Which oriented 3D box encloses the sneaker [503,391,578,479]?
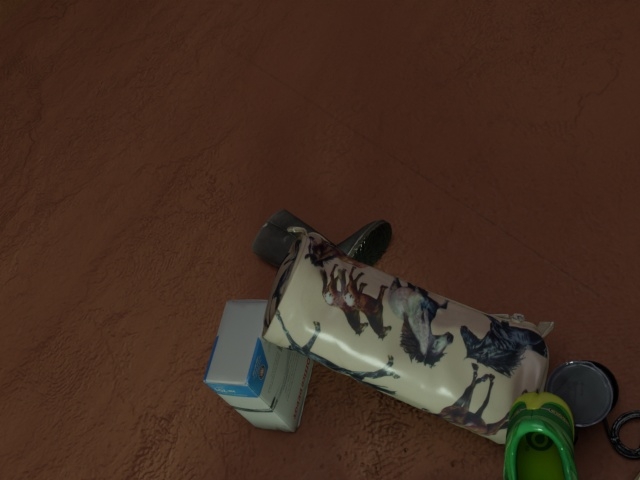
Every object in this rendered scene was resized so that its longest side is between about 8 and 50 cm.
[{"bbox_3d":[0.272,0.341,0.934,0.109,0.123,0.296,-10,91,26],"label":"sneaker"}]

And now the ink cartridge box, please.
[{"bbox_3d":[-0.090,0.198,1.183,0.082,0.191,0.140,0,56,22],"label":"ink cartridge box"}]

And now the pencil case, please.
[{"bbox_3d":[0.114,0.126,1.070,0.410,0.160,0.184,24,72,-2],"label":"pencil case"}]

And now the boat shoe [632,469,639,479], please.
[{"bbox_3d":[0.511,0.262,0.972,0.285,0.103,0.092,-44,58,-7],"label":"boat shoe"}]

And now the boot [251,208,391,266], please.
[{"bbox_3d":[0.000,-0.002,1.374,0.189,0.076,0.208,-44,46,-14],"label":"boot"}]

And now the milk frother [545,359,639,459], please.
[{"bbox_3d":[0.383,0.228,1.015,0.143,0.134,0.129,2,83,25],"label":"milk frother"}]
